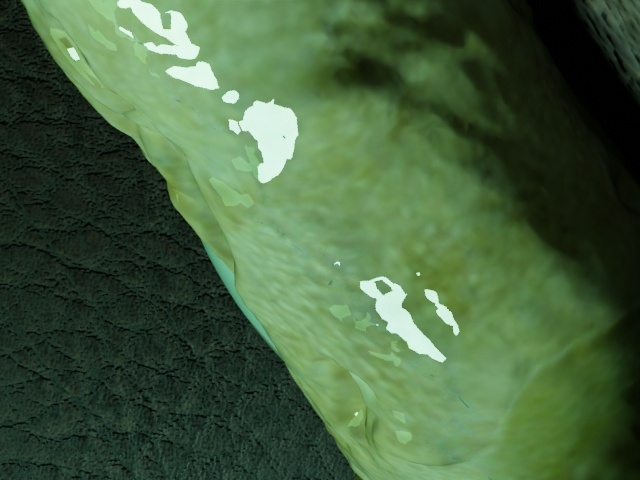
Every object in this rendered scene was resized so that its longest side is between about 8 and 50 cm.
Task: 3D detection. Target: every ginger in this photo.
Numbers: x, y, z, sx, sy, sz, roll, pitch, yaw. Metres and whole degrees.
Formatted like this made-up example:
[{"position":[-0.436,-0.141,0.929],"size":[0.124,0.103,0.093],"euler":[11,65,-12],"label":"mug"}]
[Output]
[{"position":[0.025,-0.010,0.486],"size":[0.354,0.126,0.190],"euler":[53,-177,-38],"label":"ginger"}]

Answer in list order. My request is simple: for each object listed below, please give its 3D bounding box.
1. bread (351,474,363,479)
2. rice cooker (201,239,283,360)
[{"position":[0.100,0.201,0.664],"size":[0.224,0.211,0.183],"euler":[20,-166,17],"label":"bread"},{"position":[0.000,0.000,0.982],"size":[0.206,0.127,0.145],"euler":[50,179,-36],"label":"rice cooker"}]
